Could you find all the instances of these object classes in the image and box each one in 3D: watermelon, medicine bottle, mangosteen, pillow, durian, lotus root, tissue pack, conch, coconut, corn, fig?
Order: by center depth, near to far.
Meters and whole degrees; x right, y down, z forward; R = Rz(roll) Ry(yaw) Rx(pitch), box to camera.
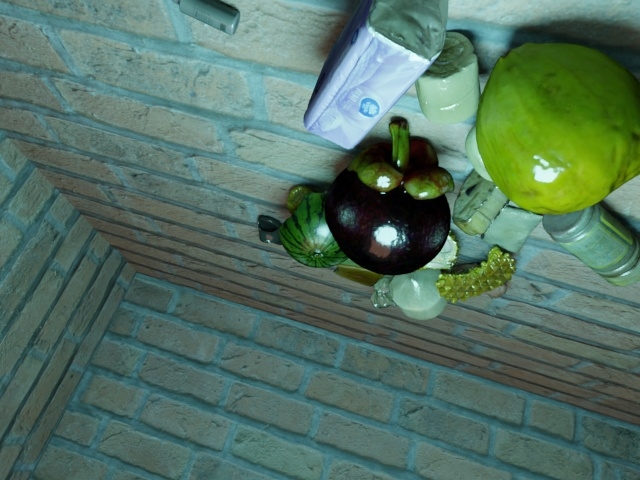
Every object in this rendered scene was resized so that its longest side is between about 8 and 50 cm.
[{"bbox_3d":[0.476,-0.234,0.932,0.342,0.344,0.343,16,155,7],"label":"fig"},{"bbox_3d":[0.112,-0.378,0.961,0.160,0.242,0.338,23,156,-15],"label":"tissue pack"},{"bbox_3d":[-0.293,-0.558,1.099,0.198,0.058,0.058,22,155,-6],"label":"medicine bottle"},{"bbox_3d":[0.462,-0.139,1.285,0.074,0.261,0.170,28,-175,-19],"label":"lotus root"},{"bbox_3d":[0.803,-0.003,1.342,0.322,0.151,0.151,30,153,-22],"label":"medicine bottle"},{"bbox_3d":[0.214,-0.113,1.346,0.381,0.382,0.435,23,122,-8],"label":"mangosteen"},{"bbox_3d":[0.624,-0.039,1.521,0.148,0.050,0.230,11,152,9],"label":"pillow"},{"bbox_3d":[0.000,0.000,1.636,0.330,0.190,0.331,11,148,7],"label":"watermelon"},{"bbox_3d":[0.406,0.022,1.713,0.249,0.183,0.137,-4,-177,34],"label":"durian"},{"bbox_3d":[0.004,-0.078,1.792,0.131,0.131,0.344,-3,150,39],"label":"corn"},{"bbox_3d":[0.414,0.202,1.943,0.237,0.238,0.266,5,159,27],"label":"coconut"},{"bbox_3d":[0.312,0.242,2.187,0.163,0.178,0.245,53,-178,18],"label":"conch"}]

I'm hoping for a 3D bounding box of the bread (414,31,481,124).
[{"bbox_3d":[0.274,-0.351,1.009,0.133,0.148,0.141,-27,143,5],"label":"bread"}]

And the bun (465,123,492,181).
[{"bbox_3d":[0.450,-0.227,1.147,0.188,0.164,0.111,4,-177,-4],"label":"bun"}]

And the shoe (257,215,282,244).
[{"bbox_3d":[-0.225,-0.020,2.114,0.107,0.093,0.241,14,156,15],"label":"shoe"}]

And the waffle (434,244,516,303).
[{"bbox_3d":[0.569,0.131,1.685,0.292,0.069,0.259,-28,142,19],"label":"waffle"}]

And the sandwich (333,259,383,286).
[{"bbox_3d":[0.173,0.075,1.945,0.198,0.155,0.227,22,155,-8],"label":"sandwich"}]

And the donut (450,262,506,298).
[{"bbox_3d":[0.636,0.157,1.869,0.232,0.085,0.199,11,155,17],"label":"donut"}]

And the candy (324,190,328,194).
[{"bbox_3d":[0.181,-0.103,1.654,0.365,0.124,0.124,23,156,9],"label":"candy"}]
